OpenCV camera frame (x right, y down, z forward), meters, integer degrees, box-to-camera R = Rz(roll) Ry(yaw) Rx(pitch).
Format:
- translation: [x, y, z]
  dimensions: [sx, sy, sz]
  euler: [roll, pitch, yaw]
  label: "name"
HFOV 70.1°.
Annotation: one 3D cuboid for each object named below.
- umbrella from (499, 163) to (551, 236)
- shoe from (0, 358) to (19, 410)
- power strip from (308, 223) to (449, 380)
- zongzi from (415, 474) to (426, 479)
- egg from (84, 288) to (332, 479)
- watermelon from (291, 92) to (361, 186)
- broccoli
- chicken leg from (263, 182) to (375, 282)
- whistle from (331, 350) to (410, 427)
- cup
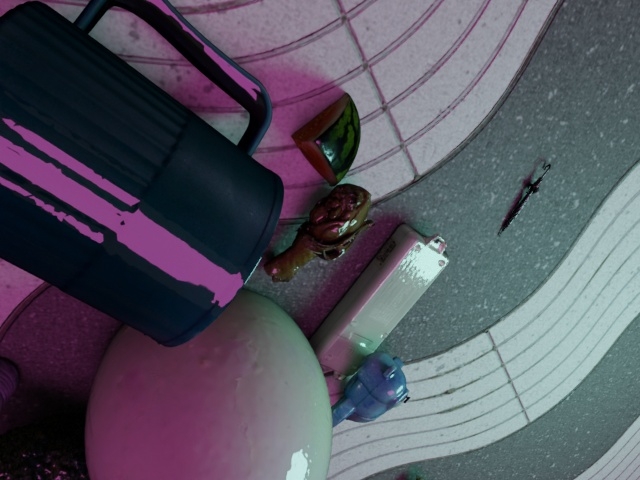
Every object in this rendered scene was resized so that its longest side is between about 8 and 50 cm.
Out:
- translation: [0.355, -0.067, 0.796]
  dimensions: [0.022, 0.022, 0.148]
  euler: [27, 108, -1]
  label: "umbrella"
- translation: [-0.548, 0.216, 0.590]
  dimensions: [0.245, 0.137, 0.095]
  euler: [10, 110, -22]
  label: "shoe"
- translation: [0.091, 0.116, 0.789]
  dimensions: [0.098, 0.058, 0.338]
  euler: [29, 106, -30]
  label: "power strip"
- translation: [0.119, 0.844, 1.169]
  dimensions: [0.500, 0.218, 0.466]
  euler: [-22, 97, 9]
  label: "zongzi"
- translation: [-0.143, 0.291, 0.645]
  dimensions: [0.355, 0.340, 0.354]
  euler: [-9, 120, -15]
  label: "egg"
- translation: [0.004, -0.126, 0.629]
  dimensions: [0.094, 0.125, 0.135]
  euler: [11, 138, 9]
  label: "watermelon"
- translation: [-0.454, 0.388, 0.657]
  dimensions: [0.298, 0.297, 0.297]
  euler: [6, 117, 3]
  label: "broccoli"
- translation: [-0.001, -0.001, 0.663]
  dimensions: [0.196, 0.125, 0.080]
  euler: [-40, 83, 4]
  label: "chicken leg"
- translation: [0.086, 0.270, 0.812]
  dimensions: [0.180, 0.093, 0.269]
  euler: [-31, 161, -30]
  label: "whistle"
- translation: [-0.206, -0.081, 0.479]
  dimensions: [0.292, 0.242, 0.308]
  euler: [36, 105, -28]
  label: "cup"
